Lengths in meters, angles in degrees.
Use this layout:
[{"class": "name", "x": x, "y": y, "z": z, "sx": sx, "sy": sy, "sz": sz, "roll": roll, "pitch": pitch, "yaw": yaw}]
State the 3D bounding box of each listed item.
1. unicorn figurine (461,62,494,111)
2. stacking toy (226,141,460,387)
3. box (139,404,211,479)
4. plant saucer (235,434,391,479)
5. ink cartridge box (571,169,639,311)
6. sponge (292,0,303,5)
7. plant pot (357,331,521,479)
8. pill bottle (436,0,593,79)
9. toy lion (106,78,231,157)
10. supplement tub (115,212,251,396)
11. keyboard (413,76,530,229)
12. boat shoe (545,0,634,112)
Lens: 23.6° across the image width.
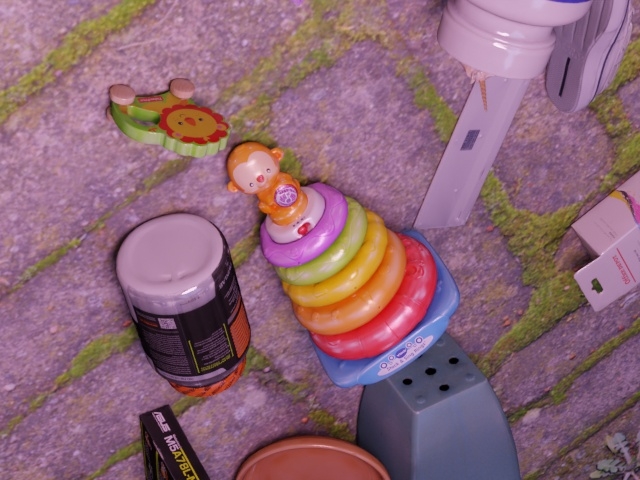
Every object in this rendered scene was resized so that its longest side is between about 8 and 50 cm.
[{"class": "unicorn figurine", "x": 0.192, "y": -0.232, "z": 1.579, "sx": 0.111, "sy": 0.060, "sz": 0.162, "roll": -23, "pitch": 123, "yaw": -14}, {"class": "stacking toy", "x": 0.000, "y": 0.000, "z": 1.617, "sx": 0.175, "sy": 0.165, "sz": 0.302, "roll": -36, "pitch": 127, "yaw": 6}, {"class": "box", "x": -0.152, "y": 0.317, "z": 1.771, "sx": 0.045, "sy": 0.184, "sz": 0.190, "roll": -18, "pitch": 137, "yaw": -18}, {"class": "plant saucer", "x": -0.008, "y": 0.306, "z": 1.926, "sx": 0.200, "sy": 0.037, "sz": 0.200, "roll": 1, "pitch": 135, "yaw": 1}, {"class": "ink cartridge box", "x": 0.394, "y": -0.010, "z": 1.933, "sx": 0.198, "sy": 0.067, "sz": 0.115, "roll": -39, "pitch": 141, "yaw": 1}, {"class": "sponge", "x": 0.022, "y": -0.318, "z": 1.381, "sx": 0.210, "sy": 0.031, "sz": 0.117, "roll": -41, "pitch": 141, "yaw": 7}, {"class": "plant pot", "x": 0.147, "y": 0.245, "z": 1.941, "sx": 0.166, "sy": 0.165, "sz": 0.234, "roll": -22, "pitch": 133, "yaw": -17}, {"class": "pill bottle", "x": 0.201, "y": -0.294, "z": 1.425, "sx": 0.152, "sy": 0.152, "sz": 0.272, "roll": -3, "pitch": 126, "yaw": -34}, {"class": "toy lion", "x": -0.138, "y": -0.109, "z": 1.422, "sx": 0.100, "sy": 0.096, "sz": 0.034, "roll": -9, "pitch": 134, "yaw": -29}, {"class": "supplement tub", "x": -0.137, "y": 0.072, "z": 1.589, "sx": 0.117, "sy": 0.117, "sz": 0.190, "roll": -25, "pitch": 140, "yaw": -13}, {"class": "keyboard", "x": 0.175, "y": -0.114, "z": 1.715, "sx": 0.072, "sy": 0.014, "sz": 0.256, "roll": -1, "pitch": 129, "yaw": -29}, {"class": "boat shoe", "x": 0.296, "y": -0.236, "z": 1.639, "sx": 0.076, "sy": 0.083, "sz": 0.226, "roll": -30, "pitch": 154, "yaw": -26}]
